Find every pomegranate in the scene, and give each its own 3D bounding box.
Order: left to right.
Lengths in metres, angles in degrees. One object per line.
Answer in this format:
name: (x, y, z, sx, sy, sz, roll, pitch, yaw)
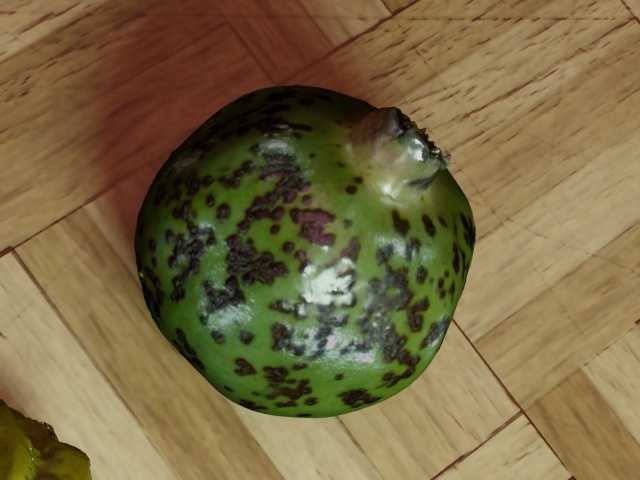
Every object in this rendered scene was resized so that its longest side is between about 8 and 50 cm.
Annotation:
pomegranate: (0.000, 0.000, 1.379, 0.254, 0.270, 0.254, 29, 38, -26)

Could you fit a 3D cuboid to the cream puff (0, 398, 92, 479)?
cream puff: (-0.248, 0.207, 1.262, 0.221, 0.195, 0.195, -36, 84, -23)
